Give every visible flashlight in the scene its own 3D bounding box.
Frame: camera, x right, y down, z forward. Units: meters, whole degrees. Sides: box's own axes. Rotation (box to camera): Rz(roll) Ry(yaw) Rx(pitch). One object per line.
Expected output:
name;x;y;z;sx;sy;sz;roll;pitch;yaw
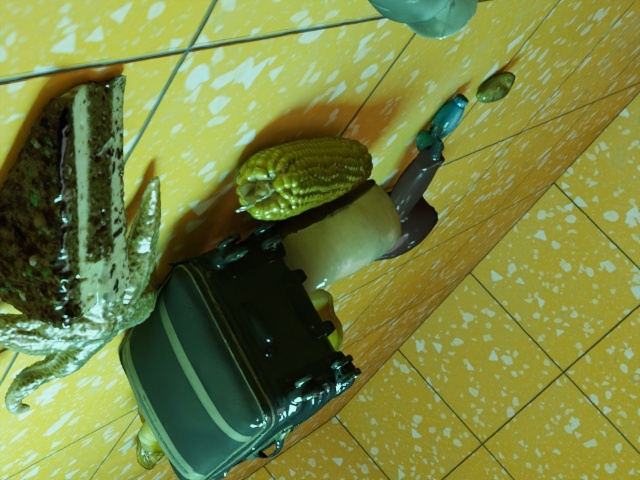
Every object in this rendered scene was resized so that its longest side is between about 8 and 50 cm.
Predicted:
flashlight;0.219;-0.205;1.822;0.129;0.051;0.051;-51;163;29

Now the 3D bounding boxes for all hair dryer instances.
hair dryer;0.117;-0.070;1.838;0.313;0.123;0.340;-21;156;-31

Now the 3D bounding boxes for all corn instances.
corn;-0.015;-0.094;1.416;0.101;0.101;0.310;-50;166;31

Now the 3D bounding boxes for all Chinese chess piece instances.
Chinese chess piece;0.000;0.000;1.553;0.250;0.103;0.250;-26;-172;4

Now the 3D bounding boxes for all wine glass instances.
wine glass;0.094;-0.291;1.115;0.103;0.103;0.231;-46;163;17

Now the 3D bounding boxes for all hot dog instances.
hot dog;-0.337;0.416;2.161;0.147;0.065;0.099;-51;168;-11

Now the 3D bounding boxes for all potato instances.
potato;0.326;-0.281;1.893;0.092;0.045;0.046;-38;130;-24

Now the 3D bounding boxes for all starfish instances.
starfish;-0.278;0.077;1.242;0.375;0.094;0.327;-50;163;11

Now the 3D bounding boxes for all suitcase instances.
suitcase;-0.137;0.185;1.467;0.194;0.283;0.434;-22;166;-32

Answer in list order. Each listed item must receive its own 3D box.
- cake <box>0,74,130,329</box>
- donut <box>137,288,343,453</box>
cake;-0.268;-0.049;0.993;0.112;0.135;0.246;-43;143;-54
donut;-0.148;0.247;1.894;0.449;0.198;0.449;-38;168;-10
